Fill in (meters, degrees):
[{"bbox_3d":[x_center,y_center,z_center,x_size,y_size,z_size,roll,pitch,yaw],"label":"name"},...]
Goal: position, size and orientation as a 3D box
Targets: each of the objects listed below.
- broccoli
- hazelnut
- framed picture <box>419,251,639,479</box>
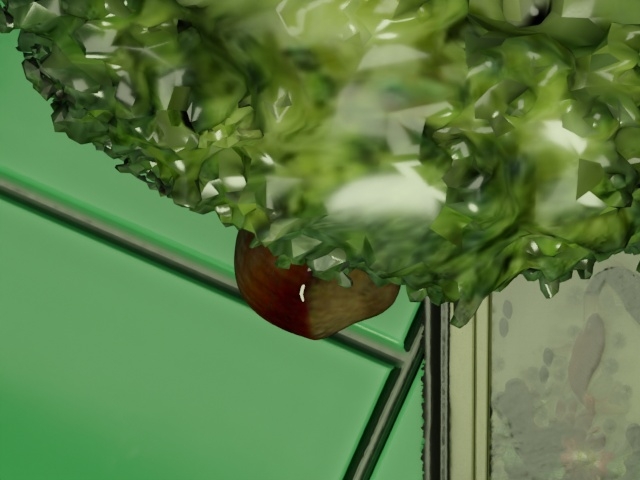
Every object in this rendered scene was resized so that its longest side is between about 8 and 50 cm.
[{"bbox_3d":[0.031,-0.166,0.488,0.353,0.275,0.397,-40,130,-22],"label":"broccoli"},{"bbox_3d":[0.000,0.000,0.631,0.086,0.086,0.086,0,95,3],"label":"hazelnut"},{"bbox_3d":[0.145,0.062,0.657,0.199,0.010,0.195,0,95,4],"label":"framed picture"}]
